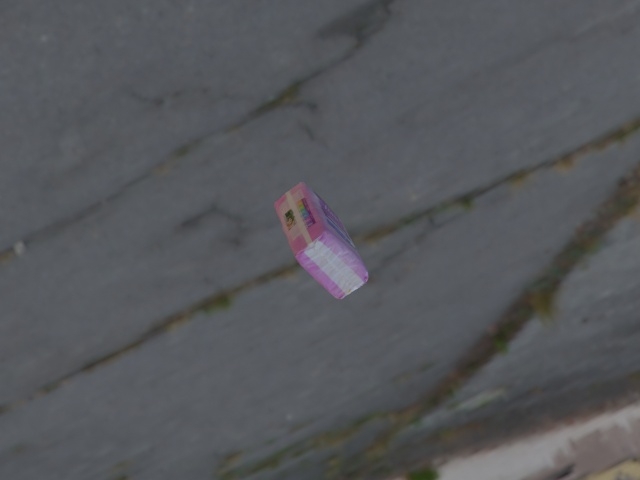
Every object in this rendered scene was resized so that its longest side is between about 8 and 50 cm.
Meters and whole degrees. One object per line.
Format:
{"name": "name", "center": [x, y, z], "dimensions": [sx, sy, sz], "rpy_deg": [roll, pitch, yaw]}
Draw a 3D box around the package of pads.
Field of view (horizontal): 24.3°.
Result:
{"name": "package of pads", "center": [0.000, 0.000, 0.990], "dimensions": [0.032, 0.050, 0.083], "rpy_deg": [-39, -152, 7]}
